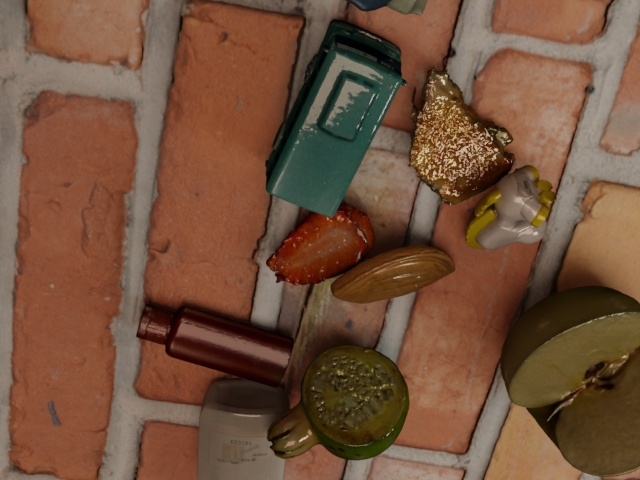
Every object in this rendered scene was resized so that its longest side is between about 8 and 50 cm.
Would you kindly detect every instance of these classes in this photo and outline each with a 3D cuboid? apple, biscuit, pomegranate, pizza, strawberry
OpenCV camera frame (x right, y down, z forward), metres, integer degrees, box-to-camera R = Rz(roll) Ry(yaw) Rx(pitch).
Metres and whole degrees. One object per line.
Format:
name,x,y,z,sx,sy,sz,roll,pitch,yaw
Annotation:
apple,0.445,0.213,1.453,0.258,0.233,0.295,-42,95,6
biscuit,0.123,0.056,1.434,0.221,0.029,0.142,-8,149,-23
pomegranate,0.041,0.303,1.514,0.190,0.241,0.159,30,155,16
pizza,0.194,-0.152,1.354,0.226,0.069,0.147,38,101,-27
strawberry,0.000,0.000,1.435,0.188,0.082,0.121,-26,109,27

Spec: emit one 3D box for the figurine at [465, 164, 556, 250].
figurine,0.295,-0.037,1.402,0.130,0.109,0.178,-12,152,-5

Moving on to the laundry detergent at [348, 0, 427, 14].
laundry detergent,0.025,-0.403,1.222,0.290,0.094,0.143,23,109,-14

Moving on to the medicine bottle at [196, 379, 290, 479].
medicine bottle,-0.142,0.400,1.619,0.161,0.111,0.296,4,115,-1

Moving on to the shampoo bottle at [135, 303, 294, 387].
shampoo bottle,-0.183,0.174,1.527,0.260,0.064,0.102,18,119,-8

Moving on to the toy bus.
toy bus,0.019,-0.176,1.303,0.128,0.147,0.256,21,116,-12
